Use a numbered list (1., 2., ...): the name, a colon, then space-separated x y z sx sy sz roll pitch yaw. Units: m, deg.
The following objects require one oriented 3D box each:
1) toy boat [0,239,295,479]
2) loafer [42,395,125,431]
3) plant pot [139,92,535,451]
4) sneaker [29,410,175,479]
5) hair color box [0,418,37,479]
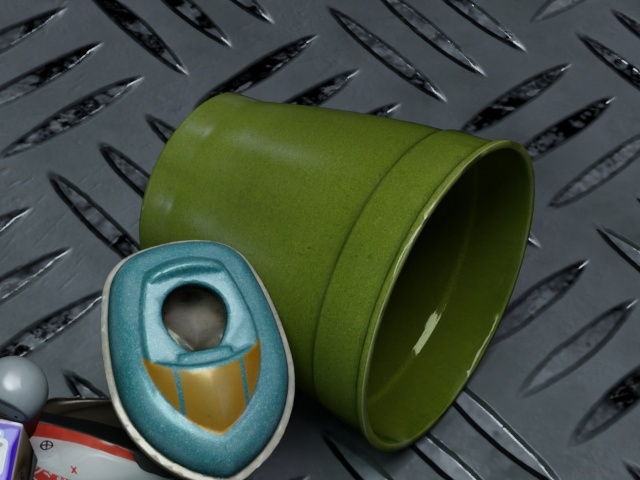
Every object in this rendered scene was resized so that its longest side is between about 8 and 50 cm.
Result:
1. toy boat: -0.181 0.132 1.697 0.318 0.148 0.267 -14 69 -16
2. loafer: -0.218 0.200 1.869 0.220 0.078 0.080 4 51 -7
3. plant pot: 0.000 0.000 1.927 0.353 0.366 0.366 24 51 25
4. sneaker: -0.289 0.258 1.784 0.270 0.090 0.145 14 93 -4
5. hair color box: -0.352 0.344 1.598 0.110 0.185 0.338 8 72 -2
